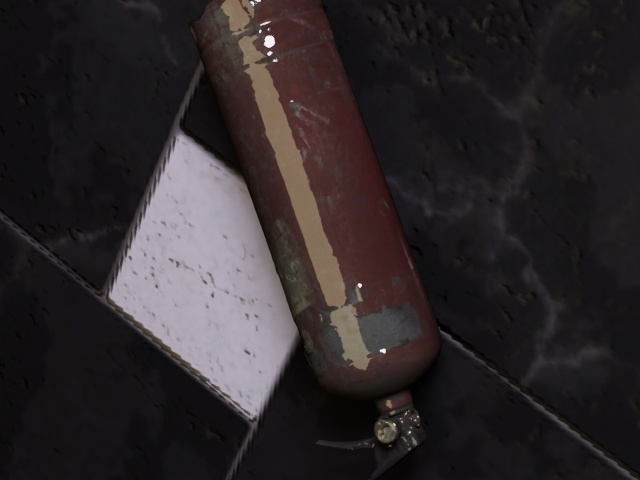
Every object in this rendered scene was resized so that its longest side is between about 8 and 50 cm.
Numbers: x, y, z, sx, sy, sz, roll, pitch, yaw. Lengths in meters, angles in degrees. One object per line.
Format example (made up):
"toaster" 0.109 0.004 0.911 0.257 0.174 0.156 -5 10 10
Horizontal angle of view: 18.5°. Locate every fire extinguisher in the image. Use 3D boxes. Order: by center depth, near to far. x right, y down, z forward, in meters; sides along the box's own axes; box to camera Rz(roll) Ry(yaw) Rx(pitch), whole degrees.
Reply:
"fire extinguisher" 0.000 0.000 1.027 0.089 0.072 0.268 -19 91 29
